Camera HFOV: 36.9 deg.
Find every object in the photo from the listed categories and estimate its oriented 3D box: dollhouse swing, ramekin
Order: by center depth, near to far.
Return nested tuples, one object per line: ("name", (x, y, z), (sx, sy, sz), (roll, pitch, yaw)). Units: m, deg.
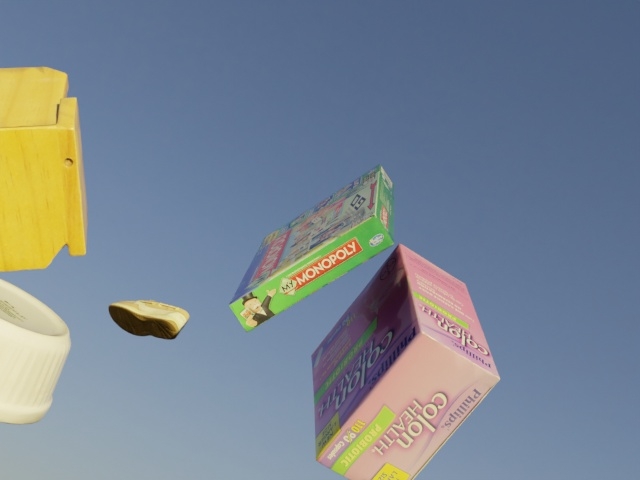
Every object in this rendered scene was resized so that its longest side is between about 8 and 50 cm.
("ramekin", (-0.482, 0.135, 1.358), (0.273, 0.127, 0.273), (31, 2, -1))
("dollhouse swing", (-0.597, -0.135, 1.705), (0.347, 0.315, 0.305), (-4, 16, -10))

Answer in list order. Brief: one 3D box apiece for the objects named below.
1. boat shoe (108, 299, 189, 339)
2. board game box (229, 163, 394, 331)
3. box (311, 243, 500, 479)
("boat shoe", (-0.248, 0.110, 1.390), (0.135, 0.045, 0.050), (12, -54, 30))
("board game box", (0.000, 0.000, 1.289), (0.214, 0.317, 0.046), (-31, -79, 12))
("box", (0.095, 0.159, 1.215), (0.117, 0.243, 0.213), (31, -70, -16))
